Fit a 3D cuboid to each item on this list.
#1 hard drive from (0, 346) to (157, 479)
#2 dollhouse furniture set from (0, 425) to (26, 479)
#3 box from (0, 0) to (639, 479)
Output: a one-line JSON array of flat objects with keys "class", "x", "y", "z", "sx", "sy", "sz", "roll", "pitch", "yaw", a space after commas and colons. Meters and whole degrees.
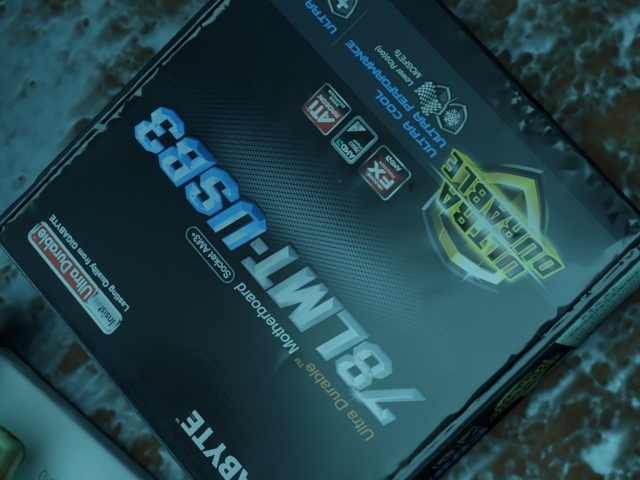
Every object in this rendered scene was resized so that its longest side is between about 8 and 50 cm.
[{"class": "hard drive", "x": -0.147, "y": 0.236, "z": 1.201, "sx": 0.307, "sy": 0.040, "sz": 0.203, "roll": 39, "pitch": 97, "yaw": 20}, {"class": "dollhouse furniture set", "x": -0.228, "y": 0.193, "z": 1.102, "sx": 0.301, "sy": 0.151, "sz": 0.198, "roll": 31, "pitch": 94, "yaw": 9}, {"class": "box", "x": 0.000, "y": 0.000, "z": 1.164, "sx": 0.293, "sy": 0.073, "sz": 0.295, "roll": -44, "pitch": 71, "yaw": 9}]
